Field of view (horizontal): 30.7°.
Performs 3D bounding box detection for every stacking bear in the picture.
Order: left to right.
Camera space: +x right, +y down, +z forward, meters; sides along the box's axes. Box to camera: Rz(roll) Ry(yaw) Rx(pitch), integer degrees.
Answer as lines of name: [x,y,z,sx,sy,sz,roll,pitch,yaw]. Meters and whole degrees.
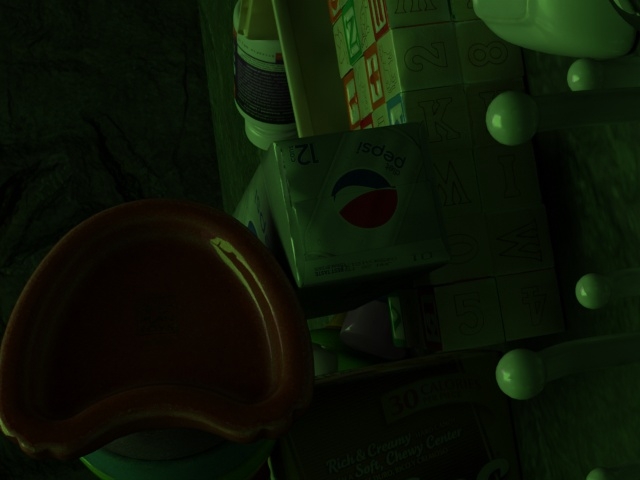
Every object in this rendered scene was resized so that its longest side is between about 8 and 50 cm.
stacking bear: [-0.094,0.115,0.780,0.289,0.175,0.164,89,175,-58]

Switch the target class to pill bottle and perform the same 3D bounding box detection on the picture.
pill bottle: [-0.050,-0.199,1.384,0.193,0.108,0.108,95,163,-51]

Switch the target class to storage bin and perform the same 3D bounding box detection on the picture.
storage bin: [0.009,-0.134,1.079,0.260,0.123,0.262,114,145,-71]

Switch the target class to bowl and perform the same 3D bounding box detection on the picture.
bowl: [0.120,-0.170,0.642,0.142,0.053,0.142,-128,32,-73]

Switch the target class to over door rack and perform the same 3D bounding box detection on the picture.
over door rack: [0.120,0.066,0.440,0.324,0.108,0.239,-63,-31,-71]

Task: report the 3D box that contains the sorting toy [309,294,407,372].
sorting toy: [0.041,0.092,1.249,0.365,0.127,0.126,117,173,-68]

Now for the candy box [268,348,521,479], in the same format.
candy box: [0.068,0.254,0.906,0.087,0.183,0.316,165,96,-77]

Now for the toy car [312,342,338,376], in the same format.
toy car: [0.023,0.181,1.087,0.182,0.159,0.136,-179,112,-80]

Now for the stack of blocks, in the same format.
stack of blocks: [0.080,-0.075,0.832,0.171,0.087,0.297,160,101,-80]

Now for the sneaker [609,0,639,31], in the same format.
sneaker: [0.150,-0.170,0.390,0.132,0.086,0.228,-128,32,-65]

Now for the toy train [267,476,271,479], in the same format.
toy train: [-0.045,0.313,1.291,0.142,0.190,0.334,-39,39,28]

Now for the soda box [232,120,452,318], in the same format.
soda box: [0.000,0.000,0.812,0.286,0.098,0.091,139,121,-76]
